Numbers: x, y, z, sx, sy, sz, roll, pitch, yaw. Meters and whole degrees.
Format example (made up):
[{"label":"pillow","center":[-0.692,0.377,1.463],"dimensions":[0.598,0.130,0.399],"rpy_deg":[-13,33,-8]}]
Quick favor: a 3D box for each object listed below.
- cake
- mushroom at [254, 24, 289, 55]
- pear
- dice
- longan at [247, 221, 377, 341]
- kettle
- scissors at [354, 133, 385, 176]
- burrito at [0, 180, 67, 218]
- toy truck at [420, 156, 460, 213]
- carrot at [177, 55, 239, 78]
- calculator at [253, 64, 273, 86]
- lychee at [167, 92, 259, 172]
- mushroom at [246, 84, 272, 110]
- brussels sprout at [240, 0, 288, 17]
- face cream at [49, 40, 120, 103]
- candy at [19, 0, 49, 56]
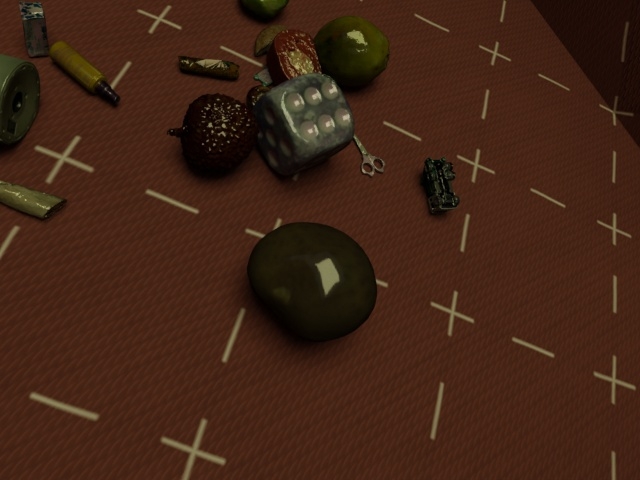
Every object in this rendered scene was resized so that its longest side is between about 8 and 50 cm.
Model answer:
[{"label":"cake","center":[-0.103,-0.671,2.022],"dimensions":[0.177,0.151,0.282],"rpy_deg":[-10,81,-21]},{"label":"mushroom","center":[-0.195,-0.820,2.115],"dimensions":[0.210,0.072,0.094],"rpy_deg":[-32,71,-28]},{"label":"pear","center":[0.125,-0.757,2.096],"dimensions":[0.322,0.269,0.268],"rpy_deg":[-9,69,-11]},{"label":"dice","center":[-0.063,-0.403,1.827],"dimensions":[0.270,0.271,0.270],"rpy_deg":[-28,92,-28]},{"label":"longan","center":[-0.019,0.119,1.586],"dimensions":[0.405,0.336,0.404],"rpy_deg":[24,29,-14]},{"label":"kettle","center":[-1.093,-0.416,1.546],"dimensions":[0.377,0.250,0.360],"rpy_deg":[17,90,-9]},{"label":"scissors","center":[0.171,-0.346,2.052],"dimensions":[0.110,0.021,0.212],"rpy_deg":[-25,77,-24]},{"label":"burrito","center":[-0.887,-0.126,1.556],"dimensions":[0.226,0.060,0.086],"rpy_deg":[21,57,-10]},{"label":"toy truck","center":[0.458,-0.211,2.042],"dimensions":[0.110,0.116,0.215],"rpy_deg":[-5,76,-20]},{"label":"carrot","center":[-0.421,-0.652,1.966],"dimensions":[0.229,0.069,0.068],"rpy_deg":[2,66,-18]},{"label":"calculator","center":[-0.195,-0.657,2.069],"dimensions":[0.094,0.019,0.141],"rpy_deg":[44,60,8]},{"label":"lychee","center":[-0.353,-0.355,1.735],"dimensions":[0.300,0.264,0.264],"rpy_deg":[-6,69,-19]},{"label":"mushroom","center":[-0.198,-0.519,1.971],"dimensions":[0.171,0.080,0.135],"rpy_deg":[-2,81,-22]},{"label":"brussels sprout","center":[-0.227,-1.018,2.142],"dimensions":[0.223,0.161,0.223],"rpy_deg":[4,69,-11]},{"label":"face cream","center":[-0.795,-0.564,1.780],"dimensions":[0.273,0.078,0.078],"rpy_deg":[40,60,2]},{"label":"candy","center":[-0.954,-0.707,1.745],"dimensions":[0.073,0.160,0.092],"rpy_deg":[-12,64,-27]}]
